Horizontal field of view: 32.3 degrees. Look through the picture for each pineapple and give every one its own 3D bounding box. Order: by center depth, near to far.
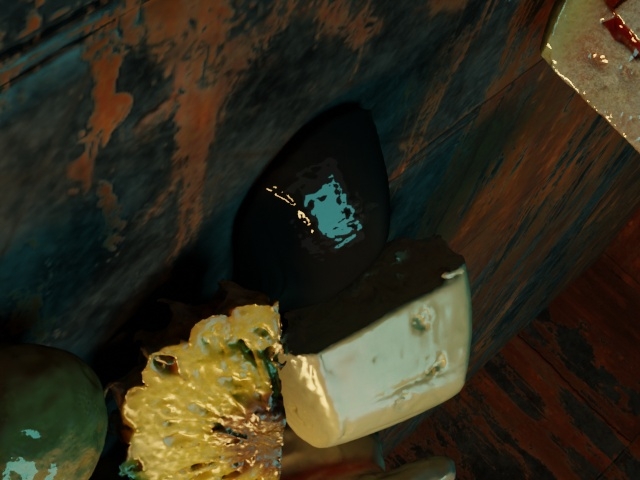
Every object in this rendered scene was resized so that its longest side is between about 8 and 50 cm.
[{"bbox_3d":[-0.114,0.119,0.920,0.140,0.164,0.250,-9,132,-16],"label":"pineapple"}]

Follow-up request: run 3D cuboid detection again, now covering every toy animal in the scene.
[{"bbox_3d":[-0.029,0.331,1.283,0.266,0.188,0.308,-36,162,-32],"label":"toy animal"}]

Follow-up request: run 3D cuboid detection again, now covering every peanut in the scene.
[{"bbox_3d":[-0.207,0.137,0.688,0.159,0.109,0.140,-53,149,12],"label":"peanut"}]

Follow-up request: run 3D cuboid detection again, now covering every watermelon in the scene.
[{"bbox_3d":[0.342,-0.212,1.063,0.213,0.201,0.262,-42,171,22],"label":"watermelon"}]

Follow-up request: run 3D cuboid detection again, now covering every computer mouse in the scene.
[{"bbox_3d":[0.000,0.000,0.940,0.147,0.088,0.264,-37,165,-21],"label":"computer mouse"}]

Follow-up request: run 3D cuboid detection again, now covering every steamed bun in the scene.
[{"bbox_3d":[0.033,0.103,1.190,0.225,0.170,0.200,-19,121,-27],"label":"steamed bun"}]

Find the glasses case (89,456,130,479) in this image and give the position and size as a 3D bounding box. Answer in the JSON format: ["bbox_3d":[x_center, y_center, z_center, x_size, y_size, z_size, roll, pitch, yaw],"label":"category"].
[{"bbox_3d":[-0.238,0.265,0.843,0.425,0.156,0.098,-15,121,-62],"label":"glasses case"}]
